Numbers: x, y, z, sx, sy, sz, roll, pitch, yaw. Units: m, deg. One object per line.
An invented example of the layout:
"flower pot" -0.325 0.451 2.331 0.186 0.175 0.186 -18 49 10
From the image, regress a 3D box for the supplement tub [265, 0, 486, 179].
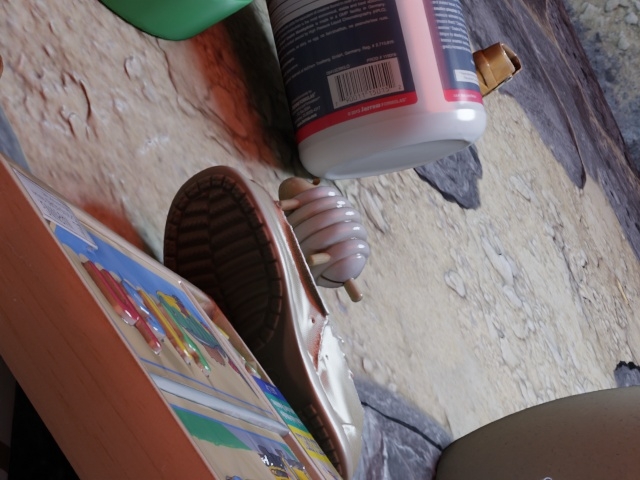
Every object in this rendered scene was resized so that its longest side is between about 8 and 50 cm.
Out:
"supplement tub" 0.048 -0.211 1.382 0.191 0.191 0.272 2 74 -65

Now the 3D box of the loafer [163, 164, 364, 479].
"loafer" -0.040 0.071 1.067 0.092 0.102 0.269 -27 99 -69

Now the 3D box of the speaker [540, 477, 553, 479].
"speaker" 0.151 0.256 1.214 0.055 0.136 0.055 46 28 -34

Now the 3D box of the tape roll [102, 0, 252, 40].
"tape roll" -0.171 -0.339 1.252 0.321 0.077 0.321 46 28 -33

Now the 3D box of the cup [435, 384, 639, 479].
"cup" 0.306 0.270 1.326 0.331 0.237 0.331 37 29 -24

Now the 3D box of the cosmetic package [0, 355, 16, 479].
"cosmetic package" -0.216 0.088 0.672 0.117 0.085 0.231 43 31 -41

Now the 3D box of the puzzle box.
"puzzle box" -0.058 0.115 0.784 0.272 0.052 0.409 54 1 15

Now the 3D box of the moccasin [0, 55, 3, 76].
"moccasin" -0.313 -0.180 0.673 0.380 0.147 0.139 49 26 -31

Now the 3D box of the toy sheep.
"toy sheep" 0.000 0.000 1.241 0.091 0.091 0.132 8 52 -63

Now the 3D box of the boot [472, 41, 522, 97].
"boot" 0.161 -0.196 1.714 0.073 0.152 0.197 63 22 1
